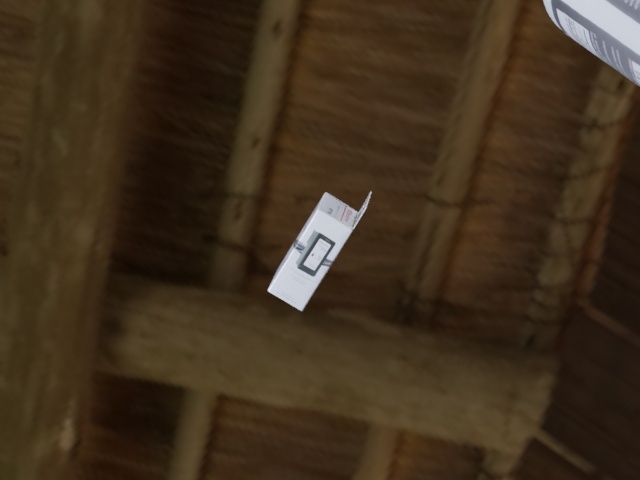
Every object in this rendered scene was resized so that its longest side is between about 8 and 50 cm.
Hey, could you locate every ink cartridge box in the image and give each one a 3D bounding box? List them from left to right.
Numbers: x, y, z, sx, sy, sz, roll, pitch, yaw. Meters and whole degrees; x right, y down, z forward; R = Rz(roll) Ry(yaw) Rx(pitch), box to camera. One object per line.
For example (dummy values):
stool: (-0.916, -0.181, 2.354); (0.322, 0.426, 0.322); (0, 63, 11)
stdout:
ink cartridge box: (0.000, 0.000, 1.114); (0.083, 0.028, 0.048); (-58, 4, 16)

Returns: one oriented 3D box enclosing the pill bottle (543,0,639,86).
pill bottle: (0.331, -0.250, 1.670); (0.176, 0.318, 0.176); (-20, -48, -24)
